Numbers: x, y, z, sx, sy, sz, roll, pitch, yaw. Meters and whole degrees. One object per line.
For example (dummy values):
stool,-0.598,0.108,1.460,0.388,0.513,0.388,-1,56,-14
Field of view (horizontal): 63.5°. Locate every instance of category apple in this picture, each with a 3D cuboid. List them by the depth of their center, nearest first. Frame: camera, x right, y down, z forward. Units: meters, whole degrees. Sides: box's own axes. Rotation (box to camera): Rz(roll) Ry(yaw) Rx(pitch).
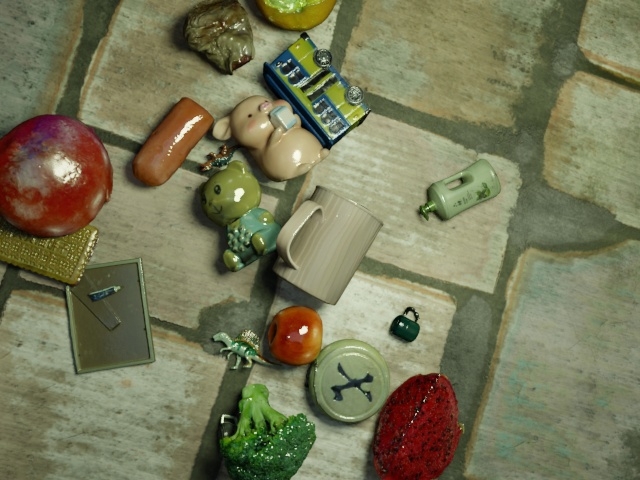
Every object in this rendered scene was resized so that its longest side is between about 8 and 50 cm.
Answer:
apple,-0.069,0.255,1.395,0.139,0.163,0.163,5,87,-13

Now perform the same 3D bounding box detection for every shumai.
shumai,-0.277,-0.557,1.436,0.184,0.218,0.185,-16,127,-2

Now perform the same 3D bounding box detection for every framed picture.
framed picture,-0.578,0.205,1.416,0.211,0.020,0.290,-8,89,-6

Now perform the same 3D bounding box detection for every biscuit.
biscuit,-0.744,0.006,1.394,0.254,0.029,0.172,20,79,-3

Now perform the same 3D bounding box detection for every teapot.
teapot,-0.248,0.521,1.419,0.057,0.066,0.088,2,64,-25

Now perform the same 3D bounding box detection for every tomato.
tomato,-0.693,-0.179,1.332,0.289,0.176,0.335,38,75,-5

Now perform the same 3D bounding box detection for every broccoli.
broccoli,-0.140,0.507,1.360,0.254,0.269,0.269,-13,89,-15

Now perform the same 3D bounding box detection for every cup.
cup,0.016,0.009,1.355,0.208,0.288,0.273,30,88,5

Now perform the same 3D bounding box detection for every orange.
orange,-0.070,-0.664,1.426,0.237,0.158,0.179,-1,49,-7

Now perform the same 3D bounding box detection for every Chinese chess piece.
Chinese chess piece,0.076,0.390,1.435,0.237,0.092,0.238,0,88,-5

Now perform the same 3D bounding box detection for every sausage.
sausage,-0.408,-0.262,1.410,0.113,0.113,0.259,37,83,-3

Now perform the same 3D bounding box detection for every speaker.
speaker,0.249,0.235,1.474,0.075,0.060,0.094,27,85,-5

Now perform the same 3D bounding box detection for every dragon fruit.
dragon fruit,0.268,0.526,1.433,0.205,0.152,0.317,40,75,-23

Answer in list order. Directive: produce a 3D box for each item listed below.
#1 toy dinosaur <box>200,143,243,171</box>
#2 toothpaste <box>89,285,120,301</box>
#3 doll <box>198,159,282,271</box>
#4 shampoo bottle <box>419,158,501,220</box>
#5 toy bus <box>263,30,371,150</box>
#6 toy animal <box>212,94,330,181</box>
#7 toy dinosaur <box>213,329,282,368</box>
toy dinosaur,-0.272,-0.238,1.450,0.154,0.049,0.055,-31,100,-14
toothpaste,-0.583,0.141,1.401,0.083,0.019,0.027,-21,106,-2
doll,-0.215,-0.071,1.391,0.177,0.161,0.261,-30,92,33
shampoo bottle,0.391,-0.134,1.491,0.234,0.087,0.118,-27,92,-6
toy bus,-0.013,-0.407,1.439,0.175,0.138,0.288,-41,92,-7
toy animal,-0.128,-0.274,1.383,0.195,0.213,0.256,-39,98,-28
toy dinosaur,-0.203,0.301,1.441,0.187,0.044,0.106,-2,72,-5
